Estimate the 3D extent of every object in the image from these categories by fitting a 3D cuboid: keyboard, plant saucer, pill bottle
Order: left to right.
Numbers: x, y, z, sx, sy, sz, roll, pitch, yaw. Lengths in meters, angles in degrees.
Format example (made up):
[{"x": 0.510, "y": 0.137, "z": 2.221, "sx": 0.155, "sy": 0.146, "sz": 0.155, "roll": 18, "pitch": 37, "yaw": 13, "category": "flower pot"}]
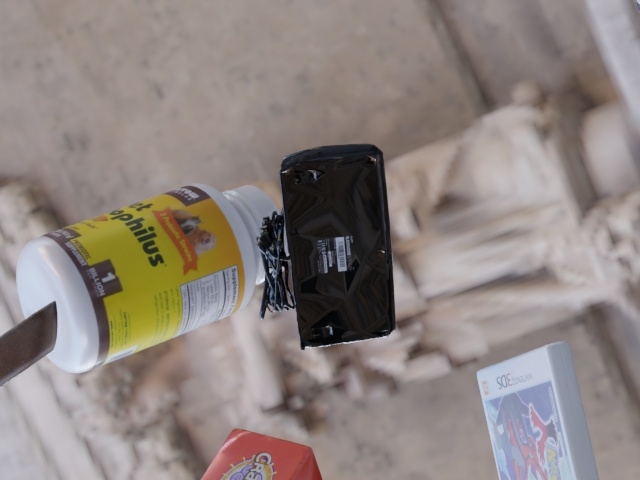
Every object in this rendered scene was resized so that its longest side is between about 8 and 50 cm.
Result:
[{"x": -0.236, "y": 0.098, "z": 1.287, "sx": 0.029, "sy": 0.168, "sz": 0.168, "roll": 54, "pitch": -154, "yaw": -2, "category": "plant saucer"}, {"x": -0.136, "y": 0.024, "z": 1.636, "sx": 0.215, "sy": 0.117, "sz": 0.117, "roll": -21, "pitch": -91, "yaw": -31, "category": "pill bottle"}, {"x": 0.000, "y": 0.000, "z": 1.402, "sx": 0.038, "sy": 0.100, "sz": 0.192, "roll": -99, "pitch": 3, "yaw": -47, "category": "keyboard"}]

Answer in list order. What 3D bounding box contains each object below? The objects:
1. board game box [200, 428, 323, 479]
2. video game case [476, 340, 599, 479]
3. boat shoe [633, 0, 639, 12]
[{"x": -0.049, "y": 0.322, "z": 1.313, "sx": 0.242, "sy": 0.064, "sz": 0.316, "roll": -57, "pitch": -36, "yaw": -37, "category": "board game box"}, {"x": 0.179, "y": 0.190, "z": 1.559, "sx": 0.183, "sy": 0.023, "sz": 0.201, "roll": 141, "pitch": 118, "yaw": -74, "category": "video game case"}, {"x": 0.346, "y": -0.290, "z": 1.578, "sx": 0.114, "sy": 0.302, "sz": 0.091, "roll": -11, "pitch": -111, "yaw": -34, "category": "boat shoe"}]
